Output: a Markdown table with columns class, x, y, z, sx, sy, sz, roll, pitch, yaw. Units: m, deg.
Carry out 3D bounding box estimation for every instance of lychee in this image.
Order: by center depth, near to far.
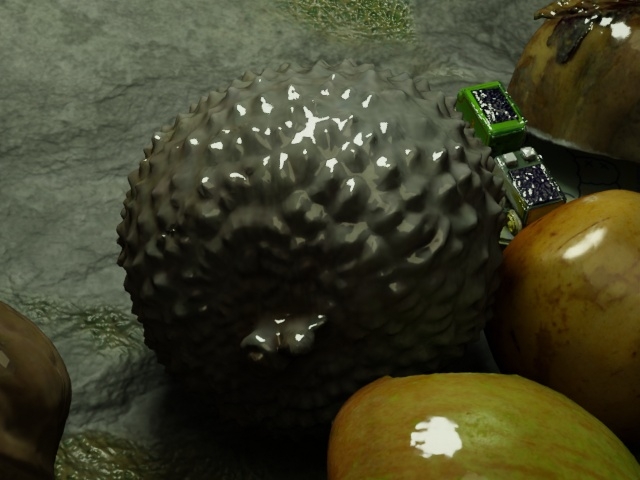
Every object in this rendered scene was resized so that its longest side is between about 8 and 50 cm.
| class | x | y | z | sx | sy | sz | roll | pitch | yaw |
| --- | --- | --- | --- | --- | --- | --- | --- | --- | --- |
| lychee | 0.000 | 0.000 | 1.697 | 0.380 | 0.380 | 0.432 | 17 | 32 | 4 |

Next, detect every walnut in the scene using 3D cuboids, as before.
| class | x | y | z | sx | sy | sz | roll | pitch | yaw |
| --- | --- | --- | --- | --- | --- | --- | --- | --- | --- |
| walnut | -0.364 | 0.164 | 1.602 | 0.273 | 0.227 | 0.273 | 8 | 54 | -11 |

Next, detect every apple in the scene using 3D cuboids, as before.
| class | x | y | z | sx | sy | sz | roll | pitch | yaw |
| --- | --- | --- | --- | --- | --- | --- | --- | --- | --- |
| apple | 0.144 | 0.282 | 1.533 | 0.339 | 0.340 | 0.340 | 4 | 54 | -6 |

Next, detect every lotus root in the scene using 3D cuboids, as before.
| class | x | y | z | sx | sy | sz | roll | pitch | yaw |
| --- | --- | --- | --- | --- | --- | --- | --- | --- | --- |
| lotus root | 0.337 | -0.200 | 1.951 | 0.272 | 0.192 | 0.272 | 2 | 29 | -1 |

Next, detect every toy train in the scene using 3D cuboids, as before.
| class | x | y | z | sx | sy | sz | roll | pitch | yaw |
| --- | --- | --- | --- | --- | --- | --- | --- | --- | --- |
| toy train | 0.204 | -0.088 | 1.882 | 0.060 | 0.081 | 0.202 | -15 | 53 | -17 |

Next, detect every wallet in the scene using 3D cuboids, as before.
| class | x | y | z | sx | sy | sz | roll | pitch | yaw |
| --- | --- | --- | --- | --- | --- | --- | --- | --- | --- |
| wallet | 0.273 | -0.052 | 1.953 | 0.309 | 0.077 | 0.223 | 10 | 50 | 1 |

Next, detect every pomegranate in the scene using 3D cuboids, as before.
| class | x | y | z | sx | sy | sz | roll | pitch | yaw |
| --- | --- | --- | --- | --- | --- | --- | --- | --- | --- |
| pomegranate | 0.301 | 0.076 | 1.750 | 0.264 | 0.264 | 0.264 | 4 | 54 | -6 |
